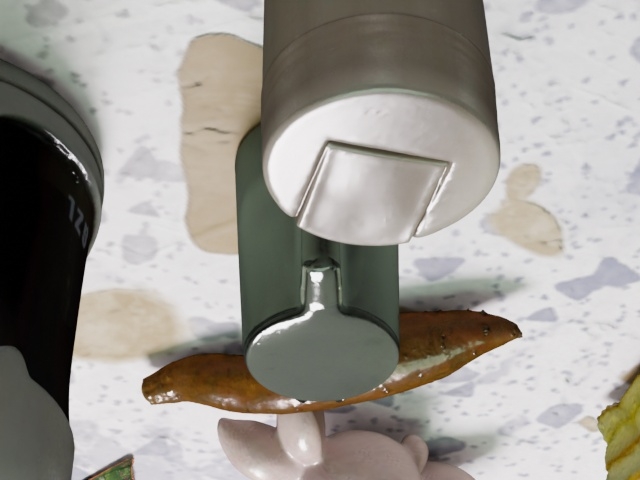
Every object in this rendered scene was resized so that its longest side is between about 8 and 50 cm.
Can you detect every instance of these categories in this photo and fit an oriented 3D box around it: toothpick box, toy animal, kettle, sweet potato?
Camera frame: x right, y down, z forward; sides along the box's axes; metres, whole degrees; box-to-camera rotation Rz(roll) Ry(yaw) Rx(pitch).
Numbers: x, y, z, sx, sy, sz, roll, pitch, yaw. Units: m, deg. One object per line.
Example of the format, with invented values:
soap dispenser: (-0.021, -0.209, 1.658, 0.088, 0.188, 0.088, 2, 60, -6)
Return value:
toothpick box: (-0.241, 0.069, 0.921, 0.229, 0.316, 0.229, 0, 141, 0)
toothpick box: (0.026, -0.099, 0.827, 0.111, 0.181, 0.111, -1, 141, -1)
toy animal: (0.021, 0.186, 1.230, 0.124, 0.124, 0.212, -32, 136, 32)
kettle: (0.005, 0.003, 0.978, 0.098, 0.148, 0.127, 21, 135, -24)
sweet potato: (0.005, 0.086, 1.153, 0.264, 0.057, 0.057, -13, 139, 12)

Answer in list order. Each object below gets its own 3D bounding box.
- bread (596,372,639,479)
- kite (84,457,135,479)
bread: (0.333, 0.134, 1.179, 0.234, 0.110, 0.184, 13, 139, -18)
kite: (-0.161, 0.224, 1.354, 0.159, 0.010, 0.190, -3, 142, 1)
